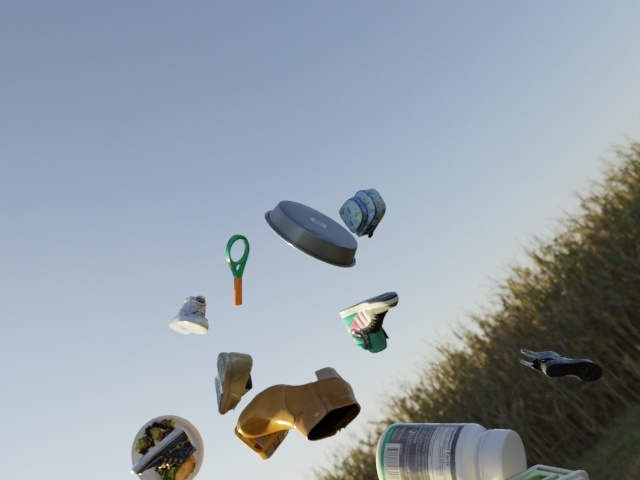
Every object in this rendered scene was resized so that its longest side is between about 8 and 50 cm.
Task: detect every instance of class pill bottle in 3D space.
[{"bbox_3d":[0.350,0.597,1.817,0.361,0.204,0.204,-10,4,36],"label":"pill bottle"}]

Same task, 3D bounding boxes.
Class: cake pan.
[{"bbox_3d":[-0.017,-0.026,1.896,0.054,0.293,0.293,-61,-22,16],"label":"cake pan"}]

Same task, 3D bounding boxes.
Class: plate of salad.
[{"bbox_3d":[-0.410,0.573,1.829,0.200,0.200,0.048,-33,-6,-33],"label":"plate of salad"}]

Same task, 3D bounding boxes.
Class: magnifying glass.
[{"bbox_3d":[-0.260,0.093,2.119,0.092,0.026,0.231,-18,-66,-50],"label":"magnifying glass"}]

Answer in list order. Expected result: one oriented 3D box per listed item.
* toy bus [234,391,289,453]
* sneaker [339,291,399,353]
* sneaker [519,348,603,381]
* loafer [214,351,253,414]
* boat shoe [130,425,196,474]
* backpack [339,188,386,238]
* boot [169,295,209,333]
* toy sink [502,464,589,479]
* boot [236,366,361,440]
[{"bbox_3d":[-0.162,0.528,1.895,0.130,0.108,0.333,-49,-14,-18],"label":"toy bus"},{"bbox_3d":[0.186,0.285,2.273,0.124,0.178,0.295,-21,-5,-33],"label":"sneaker"},{"bbox_3d":[0.561,0.288,1.576,0.089,0.170,0.051,-120,35,-77],"label":"sneaker"},{"bbox_3d":[-0.225,0.378,1.768,0.092,0.102,0.268,-4,-34,-15],"label":"loafer"},{"bbox_3d":[-0.387,0.545,1.689,0.065,0.083,0.183,-43,-5,36],"label":"boat shoe"},{"bbox_3d":[0.113,-0.076,1.783,0.084,0.105,0.114,-7,-36,-42],"label":"backpack"},{"bbox_3d":[-0.410,0.231,2.181,0.258,0.095,0.123,-13,49,58],"label":"boot"},{"bbox_3d":[0.516,0.588,1.493,0.153,0.131,0.234,-14,-5,-22],"label":"toy sink"},{"bbox_3d":[-0.057,0.411,1.574,0.295,0.104,0.211,-29,18,-3],"label":"boot"}]
